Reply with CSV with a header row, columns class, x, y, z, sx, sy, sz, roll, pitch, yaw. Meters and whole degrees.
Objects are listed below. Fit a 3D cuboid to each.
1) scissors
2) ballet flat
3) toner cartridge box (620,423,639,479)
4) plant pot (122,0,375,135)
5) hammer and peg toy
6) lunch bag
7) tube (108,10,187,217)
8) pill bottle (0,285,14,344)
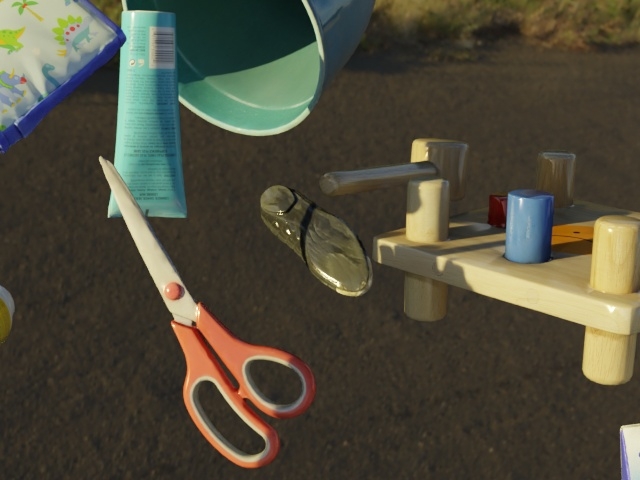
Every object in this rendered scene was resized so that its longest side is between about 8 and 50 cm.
class,x,y,z,sx,sy,sz,roll,pitch,yaw
scissors,-0.125,0.065,0.915,0.297,0.109,0.021,46,8,5
ballet flat,0.000,0.000,1.024,0.057,0.049,0.173,-42,48,-4
toner cartridge box,0.344,0.253,0.894,0.165,0.347,0.075,-7,55,11
plant pot,-0.050,-0.305,1.248,0.272,0.271,0.255,29,49,13
hammer and peg toy,0.176,0.002,0.923,0.266,0.127,0.361,-14,21,-42
lunch bag,-0.234,-0.133,0.763,0.151,0.096,0.129,26,61,29
tube,-0.172,-0.125,1.058,0.080,0.207,0.052,0,9,-14
pill bottle,-0.319,0.078,0.960,0.065,0.065,0.116,18,17,-4
